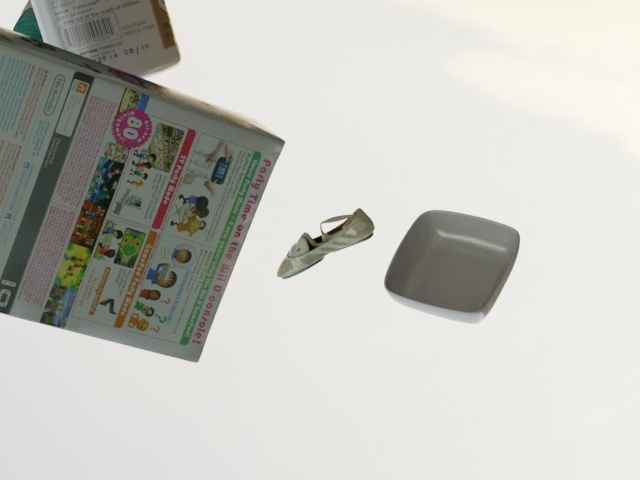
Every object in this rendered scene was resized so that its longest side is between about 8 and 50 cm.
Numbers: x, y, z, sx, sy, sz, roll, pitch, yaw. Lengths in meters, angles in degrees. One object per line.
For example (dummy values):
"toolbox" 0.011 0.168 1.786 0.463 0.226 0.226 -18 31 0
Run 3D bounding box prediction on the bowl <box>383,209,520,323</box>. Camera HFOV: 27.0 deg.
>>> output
"bowl" 0.160 0.037 1.590 0.142 0.053 0.142 15 -122 26

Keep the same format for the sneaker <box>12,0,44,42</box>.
"sneaker" -0.307 -0.155 1.720 0.123 0.295 0.178 -13 -140 38

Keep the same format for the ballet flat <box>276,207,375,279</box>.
"ballet flat" 0.000 0.000 1.968 0.168 0.052 0.057 -27 -160 12

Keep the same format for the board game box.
"board game box" -0.214 -0.042 1.166 0.303 0.224 0.097 18 -170 -25

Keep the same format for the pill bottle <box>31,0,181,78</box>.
"pill bottle" -0.233 -0.270 1.346 0.131 0.229 0.131 -15 -168 3
